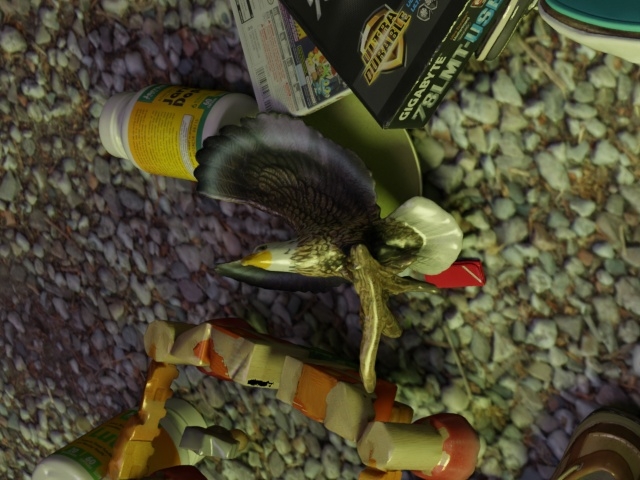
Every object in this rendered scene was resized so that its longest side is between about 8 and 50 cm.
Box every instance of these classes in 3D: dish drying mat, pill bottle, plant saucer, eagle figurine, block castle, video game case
[{"bbox_3d":[0.158,0.040,1.903,0.083,0.008,0.032,-4,108,41],"label":"dish drying mat"},{"bbox_3d":[-0.177,-0.137,2.026,0.208,0.117,0.118,10,116,37],"label":"pill bottle"},{"bbox_3d":[0.032,-0.091,1.928,0.241,0.037,0.241,18,121,33],"label":"plant saucer"},{"bbox_3d":[-0.009,-0.002,1.868,0.226,0.225,0.298,-58,38,5],"label":"eagle figurine"},{"bbox_3d":[-0.040,0.284,1.979,0.453,0.213,0.303,21,96,39],"label":"block castle"},{"bbox_3d":[-0.270,0.313,2.225,0.136,0.245,0.136,18,120,33],"label":"pill bottle"},{"bbox_3d":[-0.025,-0.251,1.879,0.183,0.023,0.201,-22,79,44],"label":"video game case"}]

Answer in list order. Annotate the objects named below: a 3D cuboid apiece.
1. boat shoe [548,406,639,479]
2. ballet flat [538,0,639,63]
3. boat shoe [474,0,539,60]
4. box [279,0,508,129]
[{"bbox_3d":[0.286,0.338,1.844,0.122,0.120,0.324,23,124,13],"label":"boat shoe"},{"bbox_3d":[0.395,-0.213,1.511,0.400,0.139,0.139,-1,109,39],"label":"ballet flat"},{"bbox_3d":[0.223,-0.263,1.662,0.065,0.075,0.206,16,127,-16],"label":"boat shoe"},{"bbox_3d":[0.078,-0.320,1.694,0.293,0.073,0.295,53,128,27],"label":"box"}]
